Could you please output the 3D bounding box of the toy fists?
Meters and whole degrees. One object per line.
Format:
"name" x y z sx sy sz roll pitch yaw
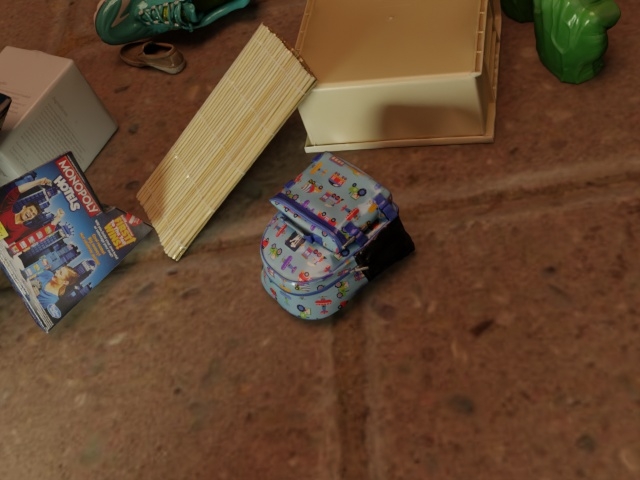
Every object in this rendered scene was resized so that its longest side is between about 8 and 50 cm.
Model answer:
"toy fists" 0.314 -0.349 1.125 0.096 0.142 0.279 -22 51 3

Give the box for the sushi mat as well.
"sushi mat" -0.135 -0.136 1.114 0.316 0.019 0.151 -51 48 15

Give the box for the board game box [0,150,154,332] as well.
"board game box" -0.333 -0.013 1.094 0.194 0.194 0.060 -34 24 -24

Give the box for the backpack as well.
"backpack" 0.000 0.000 0.995 0.173 0.117 0.158 -41 52 -9

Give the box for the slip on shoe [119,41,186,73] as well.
"slip on shoe" -0.284 -0.313 1.369 0.135 0.041 0.051 23 65 31

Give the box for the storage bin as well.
"storage bin" 0.109 -0.266 1.149 0.262 0.123 0.260 -1 54 19

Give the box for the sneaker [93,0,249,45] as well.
"sneaker" -0.242 -0.389 1.354 0.275 0.107 0.110 -20 41 -1

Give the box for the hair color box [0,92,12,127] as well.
"hair color box" -0.515 -0.032 1.053 0.347 0.105 0.174 -64 17 13

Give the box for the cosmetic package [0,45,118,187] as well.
"cosmetic package" -0.440 -0.171 1.248 0.151 0.151 0.183 18 63 28
